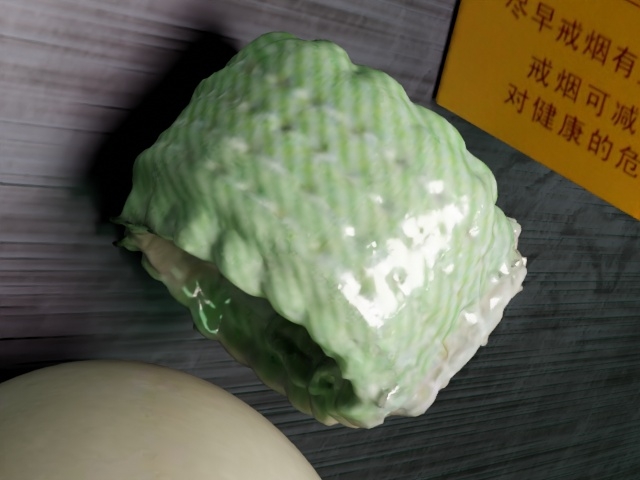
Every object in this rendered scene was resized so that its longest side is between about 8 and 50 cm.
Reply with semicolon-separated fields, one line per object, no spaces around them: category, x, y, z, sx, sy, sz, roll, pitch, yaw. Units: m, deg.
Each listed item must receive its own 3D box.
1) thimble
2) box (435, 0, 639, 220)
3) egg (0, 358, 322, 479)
thimble;0.000;0.000;0.916;0.150;0.219;0.219;-50;152;-15
box;0.244;-0.220;1.027;0.115;0.264;0.415;-25;139;-42
egg;-0.109;0.216;0.825;0.336;0.278;0.278;-107;-140;-69
